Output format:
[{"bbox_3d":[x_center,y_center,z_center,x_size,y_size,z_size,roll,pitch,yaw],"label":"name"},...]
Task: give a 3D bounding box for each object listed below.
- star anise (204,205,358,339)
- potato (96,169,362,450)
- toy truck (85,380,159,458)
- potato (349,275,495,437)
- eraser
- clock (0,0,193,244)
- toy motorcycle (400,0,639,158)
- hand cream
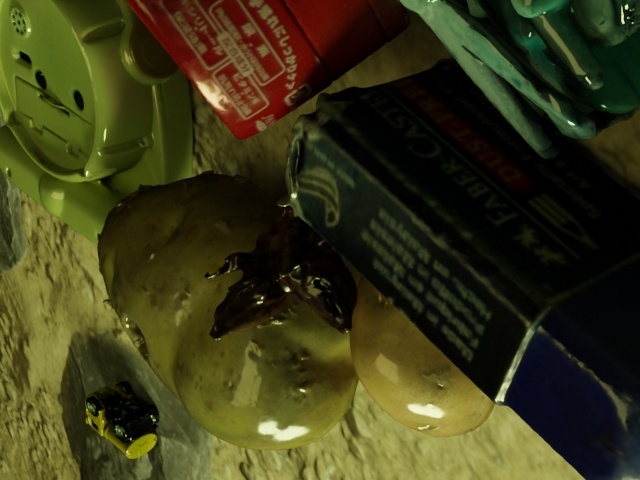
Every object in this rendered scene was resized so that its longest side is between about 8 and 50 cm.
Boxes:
[{"bbox_3d":[0.002,0.003,1.071,0.157,0.212,0.053,20,151,39],"label":"star anise"},{"bbox_3d":[-0.075,0.048,1.207,0.296,0.141,0.192,33,106,35],"label":"potato"},{"bbox_3d":[-0.215,0.192,1.574,0.083,0.049,0.054,33,135,37],"label":"toy truck"},{"bbox_3d":[0.076,0.076,1.075,0.112,0.112,0.147,-22,84,55],"label":"potato"},{"bbox_3d":[0.127,0.014,0.925,0.332,0.155,0.102,43,138,29],"label":"eraser"},{"bbox_3d":[-0.219,-0.164,1.334,0.235,0.096,0.308,32,132,40],"label":"clock"},{"bbox_3d":[0.108,-0.168,0.870,0.260,0.154,0.206,50,166,33],"label":"toy motorcycle"},{"bbox_3d":[-0.059,-0.190,0.976,0.230,0.149,0.230,53,180,0],"label":"hand cream"}]
